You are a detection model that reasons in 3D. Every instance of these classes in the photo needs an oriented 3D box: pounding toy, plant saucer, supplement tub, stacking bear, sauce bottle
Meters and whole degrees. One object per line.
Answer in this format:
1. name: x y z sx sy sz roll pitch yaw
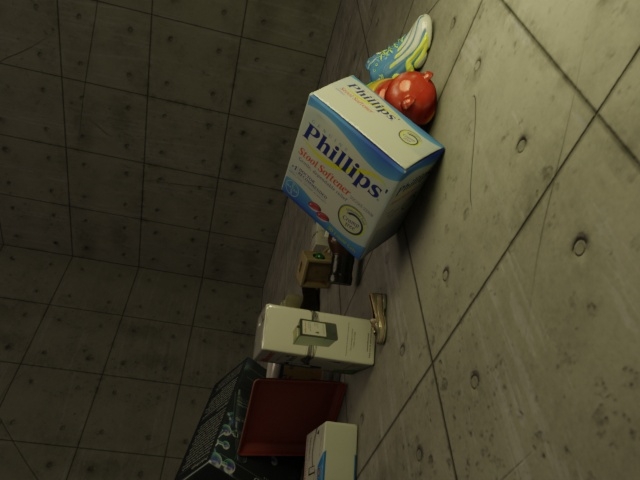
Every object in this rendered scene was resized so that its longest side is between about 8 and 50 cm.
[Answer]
1. pounding toy: -0.010 0.084 1.898 0.100 0.130 0.141 -125 45 -59
2. plant saucer: -0.082 0.477 1.469 0.048 0.258 0.259 -120 41 -63
3. supplement tub: -0.051 0.376 1.579 0.144 0.199 0.145 -170 90 -80
4. stacking bear: 0.160 -0.296 1.229 0.175 0.164 0.289 -48 13 -18
5. sauce bottle: 0.081 -0.043 1.546 0.111 0.111 0.345 153 125 -77

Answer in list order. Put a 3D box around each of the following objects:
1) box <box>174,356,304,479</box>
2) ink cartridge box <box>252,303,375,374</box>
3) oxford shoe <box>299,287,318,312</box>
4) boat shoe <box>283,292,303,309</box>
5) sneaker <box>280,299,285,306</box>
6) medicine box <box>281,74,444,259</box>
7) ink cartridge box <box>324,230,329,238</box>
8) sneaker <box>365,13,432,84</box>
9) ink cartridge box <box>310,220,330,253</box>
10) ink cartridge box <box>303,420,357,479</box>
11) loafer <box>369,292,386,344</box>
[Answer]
1. box: -0.217 0.618 1.638 0.212 0.293 0.396 -43 17 31
2. ink cartridge box: -0.021 0.252 1.336 0.198 0.272 0.115 124 155 -66
3. oxford shoe: -0.037 0.256 2.043 0.076 0.076 0.212 74 -163 -49
4. boat shoe: -0.090 0.324 2.098 0.324 0.116 0.097 -111 35 -60
5. sneaker: -0.139 0.381 2.323 0.293 0.102 0.146 -98 20 -60
6. medicine box: 0.078 -0.155 1.165 0.149 0.263 0.289 -34 -22 -36
7. ink cartridge box: 0.062 -0.061 1.686 0.135 0.056 0.099 -43 -31 -72
8. sneaker: 0.185 -0.450 1.327 0.091 0.126 0.240 -90 14 -45
9. ink cartridge box: 0.000 0.000 2.066 0.104 0.060 0.180 116 162 -54
10. ink cartridge box: 0.021 0.547 1.332 0.203 0.085 0.148 118 160 -57
11. loafer: 0.129 0.180 1.242 0.045 0.039 0.125 119 159 -58
